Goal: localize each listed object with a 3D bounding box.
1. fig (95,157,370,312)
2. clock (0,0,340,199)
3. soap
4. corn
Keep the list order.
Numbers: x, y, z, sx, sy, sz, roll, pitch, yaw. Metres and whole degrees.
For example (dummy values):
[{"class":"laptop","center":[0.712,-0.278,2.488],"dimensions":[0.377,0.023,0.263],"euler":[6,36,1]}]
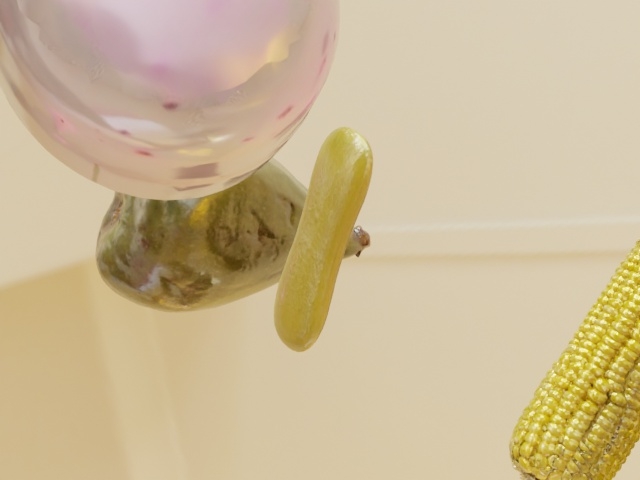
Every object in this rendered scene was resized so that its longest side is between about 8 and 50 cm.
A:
[{"class":"fig","center":[-0.070,-0.007,1.255],"dimensions":[0.126,0.185,0.133],"euler":[-8,-109,45]},{"class":"clock","center":[-0.085,-0.189,0.426],"dimensions":[0.322,0.295,0.113],"euler":[37,-14,-4]},{"class":"soap","center":[0.000,0.000,0.676],"dimensions":[0.034,0.012,0.089],"euler":[32,-71,52]},{"class":"corn","center":[0.183,0.064,1.047],"dimensions":[0.072,0.072,0.203],"euler":[29,-98,39]}]
